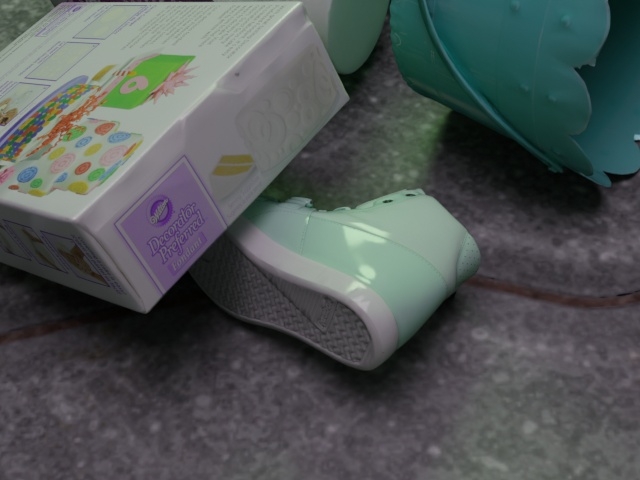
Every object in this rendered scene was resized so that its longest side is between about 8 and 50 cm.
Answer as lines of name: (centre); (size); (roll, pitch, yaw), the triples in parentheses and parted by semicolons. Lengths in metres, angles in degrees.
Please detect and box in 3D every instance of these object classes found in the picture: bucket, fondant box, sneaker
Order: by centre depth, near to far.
sneaker: (0.000, 0.001, 0.796); (0.256, 0.094, 0.151); (27, 45, 37)
bucket: (0.195, -0.201, 0.811); (0.183, 0.281, 0.281); (24, 59, 29)
fondant box: (-0.177, -0.086, 0.814); (0.330, 0.096, 0.238); (12, 52, 45)

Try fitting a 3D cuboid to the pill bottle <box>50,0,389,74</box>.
pill bottle: (-0.094, -0.249, 0.949); (0.302, 0.169, 0.169); (19, 57, 22)
